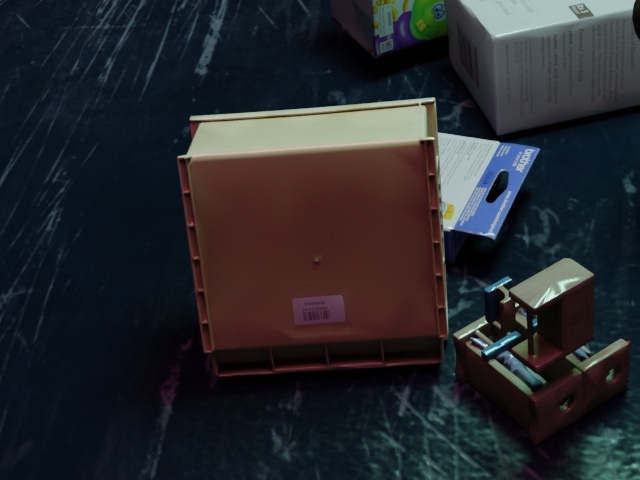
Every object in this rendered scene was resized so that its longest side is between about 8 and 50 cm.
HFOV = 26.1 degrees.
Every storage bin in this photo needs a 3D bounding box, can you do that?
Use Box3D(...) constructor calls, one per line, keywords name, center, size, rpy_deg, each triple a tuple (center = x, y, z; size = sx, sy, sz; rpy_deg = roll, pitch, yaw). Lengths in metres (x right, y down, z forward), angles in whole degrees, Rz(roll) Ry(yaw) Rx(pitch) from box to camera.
Box3D(name="storage bin", center=(0.000, 0.000, 1.457), size=(0.262, 0.260, 0.123), rpy_deg=(-4, 21, 4))

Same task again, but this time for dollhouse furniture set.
Box3D(name="dollhouse furniture set", center=(0.220, 0.077, 1.373), size=(0.129, 0.183, 0.129), rpy_deg=(-27, 42, -23))

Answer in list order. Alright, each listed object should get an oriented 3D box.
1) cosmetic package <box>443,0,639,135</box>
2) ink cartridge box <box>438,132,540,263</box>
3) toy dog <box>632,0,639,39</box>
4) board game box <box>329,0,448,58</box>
Box3D(name="cosmetic package", center=(0.378, -0.287, 1.824), size=(0.385, 0.156, 0.217), rpy_deg=(-15, 37, -7))
Box3D(name="ink cartridge box", center=(0.092, -0.064, 1.671), size=(0.311, 0.065, 0.185), rpy_deg=(9, 41, 23))
Box3D(name="toy dog", center=(0.530, -0.181, 1.447), size=(0.285, 0.395, 0.408), rpy_deg=(-20, 59, -32))
Box3D(name="board game box", center=(0.162, -0.383, 1.937), size=(0.275, 0.142, 0.144), rpy_deg=(-21, 40, -17))
